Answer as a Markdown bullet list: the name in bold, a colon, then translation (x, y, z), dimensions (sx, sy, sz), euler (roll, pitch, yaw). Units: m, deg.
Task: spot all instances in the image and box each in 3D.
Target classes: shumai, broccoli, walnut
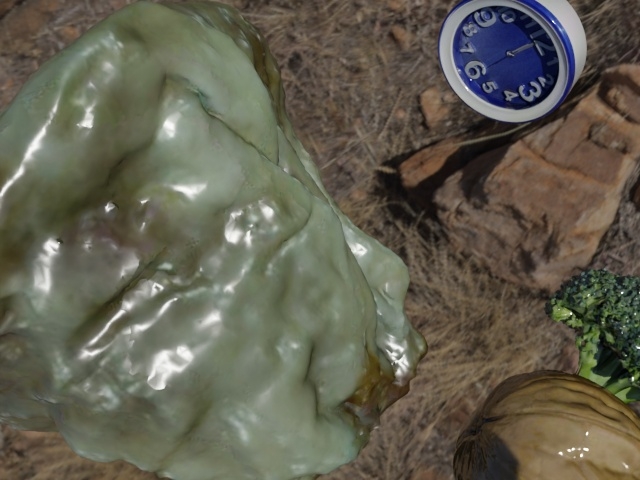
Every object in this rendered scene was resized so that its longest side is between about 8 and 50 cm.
- **shumai**: translation (-0.052, 0.029, 0.532), dimensions (0.263, 0.309, 0.304), euler (35, 152, 0)
- **broccoli**: translation (0.386, 0.130, 1.064), dimensions (0.226, 0.198, 0.176), euler (-3, 113, -16)
- **walnut**: translation (0.257, 0.248, 0.910), dimensions (0.228, 0.228, 0.228), euler (12, 116, 26)

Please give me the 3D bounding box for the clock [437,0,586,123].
- **clock**: translation (0.307, -0.305, 1.383), dimensions (0.230, 0.083, 0.230), euler (23, 136, 24)
